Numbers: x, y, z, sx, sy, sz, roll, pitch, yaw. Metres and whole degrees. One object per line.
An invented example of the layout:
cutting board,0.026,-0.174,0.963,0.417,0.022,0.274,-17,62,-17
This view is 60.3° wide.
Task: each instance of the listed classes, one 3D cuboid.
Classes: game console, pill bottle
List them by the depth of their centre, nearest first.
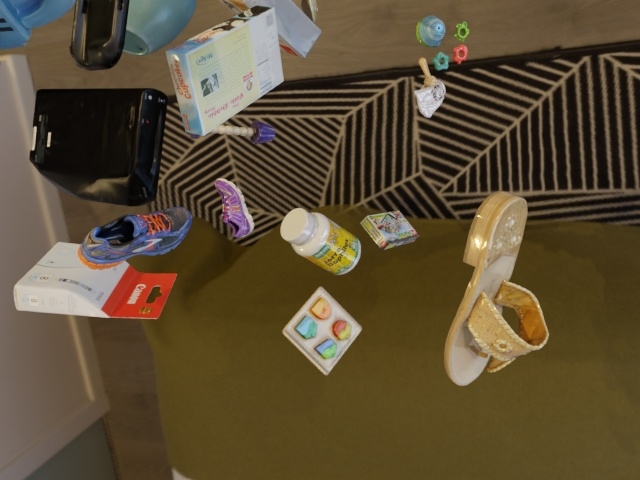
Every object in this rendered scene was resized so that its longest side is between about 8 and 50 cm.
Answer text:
game console,-0.261,-0.228,0.668,0.213,0.044,0.361,11,95,32
pill bottle,0.000,0.000,1.392,0.118,0.208,0.117,-22,54,32

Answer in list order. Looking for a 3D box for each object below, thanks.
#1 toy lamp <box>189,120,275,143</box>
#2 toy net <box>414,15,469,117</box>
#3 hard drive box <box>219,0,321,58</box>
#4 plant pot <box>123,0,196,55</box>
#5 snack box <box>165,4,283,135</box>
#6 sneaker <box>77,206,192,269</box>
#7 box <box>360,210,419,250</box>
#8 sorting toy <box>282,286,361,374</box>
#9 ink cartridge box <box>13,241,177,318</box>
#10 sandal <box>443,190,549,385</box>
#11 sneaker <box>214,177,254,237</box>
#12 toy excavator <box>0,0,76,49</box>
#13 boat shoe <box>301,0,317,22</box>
toy lamp,-0.273,-0.348,1.747,0.080,0.275,0.080,8,100,55
toy net,0.271,-0.398,1.281,0.122,0.045,0.232,7,95,-22
hard drive box,-0.138,-0.597,1.445,0.089,0.232,0.181,-57,43,4
plant pot,-0.525,-0.651,1.575,0.290,0.290,0.195,10,74,17
snack box,-0.205,-0.396,1.264,0.060,0.322,0.187,17,134,26
sneaker,-0.335,-0.014,1.027,0.083,0.221,0.087,54,142,12
box,0.221,-0.034,1.736,0.114,0.207,0.036,53,122,17
sorting toy,0.012,0.269,1.667,0.193,0.208,0.038,46,148,-7
ink cartridge box,-0.651,0.116,1.652,0.385,0.308,0.091,4,111,-5
sandal,0.182,0.074,0.536,0.079,0.088,0.239,31,134,42
sneaker,-0.236,-0.084,1.457,0.068,0.071,0.169,-2,118,53
toy excavator,-0.414,-0.442,0.761,0.446,0.433,0.222,-19,89,-12
boat shoe,-0.031,-0.737,1.679,0.056,0.048,0.153,43,164,37
